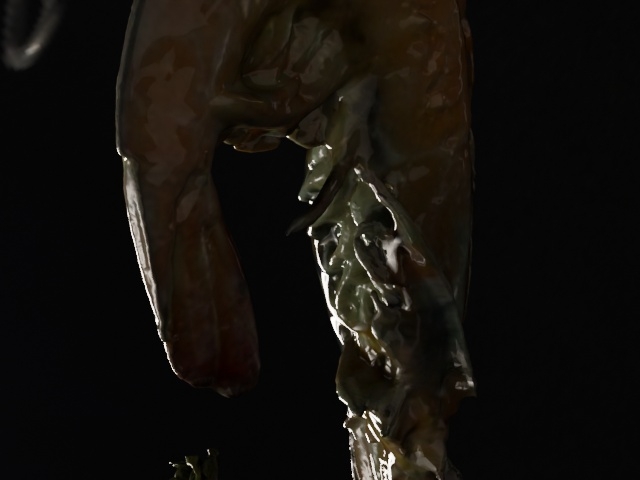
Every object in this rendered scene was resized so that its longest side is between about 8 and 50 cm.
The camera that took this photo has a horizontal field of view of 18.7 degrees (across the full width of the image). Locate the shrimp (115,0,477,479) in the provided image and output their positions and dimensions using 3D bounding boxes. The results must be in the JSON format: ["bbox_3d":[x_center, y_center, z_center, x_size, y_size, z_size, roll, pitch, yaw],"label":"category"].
[{"bbox_3d":[-0.002,0.000,0.553,0.052,0.143,0.251,7,-61,40],"label":"shrimp"}]

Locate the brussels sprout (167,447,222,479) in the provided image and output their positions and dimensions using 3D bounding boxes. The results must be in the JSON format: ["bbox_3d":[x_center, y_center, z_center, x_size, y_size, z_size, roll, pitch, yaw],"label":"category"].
[{"bbox_3d":[-0.065,0.156,1.081,0.058,0.085,0.085,-8,-75,3],"label":"brussels sprout"}]
